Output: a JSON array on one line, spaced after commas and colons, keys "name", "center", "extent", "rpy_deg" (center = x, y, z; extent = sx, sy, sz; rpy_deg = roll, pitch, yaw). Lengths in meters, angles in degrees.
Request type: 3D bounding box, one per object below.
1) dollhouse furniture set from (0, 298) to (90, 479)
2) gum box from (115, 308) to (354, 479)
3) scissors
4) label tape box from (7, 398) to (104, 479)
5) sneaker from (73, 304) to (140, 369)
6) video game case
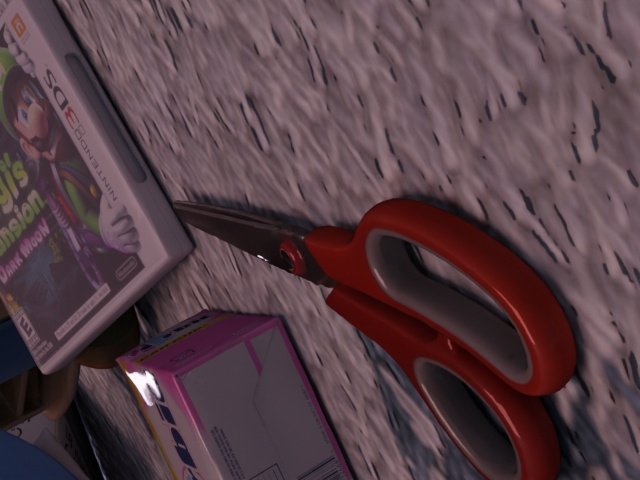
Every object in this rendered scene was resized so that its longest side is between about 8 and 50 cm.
[{"name": "dollhouse furniture set", "center": [-0.182, 0.211, 0.875], "extent": [0.303, 0.198, 0.286], "rpy_deg": [36, 130, 26]}, {"name": "gum box", "center": [-0.028, 0.134, 0.665], "extent": [0.107, 0.062, 0.188], "rpy_deg": [-3, 113, 66]}, {"name": "scissors", "center": [0.000, 0.000, 0.515], "extent": [0.297, 0.021, 0.109], "rpy_deg": [37, 149, 48]}, {"name": "label tape box", "center": [-0.264, 0.245, 1.215], "extent": [0.333, 0.106, 0.240], "rpy_deg": [-107, 4, -56]}, {"name": "sneaker", "center": [-0.186, -0.005, 0.847], "extent": [0.192, 0.064, 0.086], "rpy_deg": [50, 158, 31]}, {"name": "video game case", "center": [-0.165, -0.028, 0.758], "extent": [0.190, 0.022, 0.173], "rpy_deg": [-39, 79, 49]}]
